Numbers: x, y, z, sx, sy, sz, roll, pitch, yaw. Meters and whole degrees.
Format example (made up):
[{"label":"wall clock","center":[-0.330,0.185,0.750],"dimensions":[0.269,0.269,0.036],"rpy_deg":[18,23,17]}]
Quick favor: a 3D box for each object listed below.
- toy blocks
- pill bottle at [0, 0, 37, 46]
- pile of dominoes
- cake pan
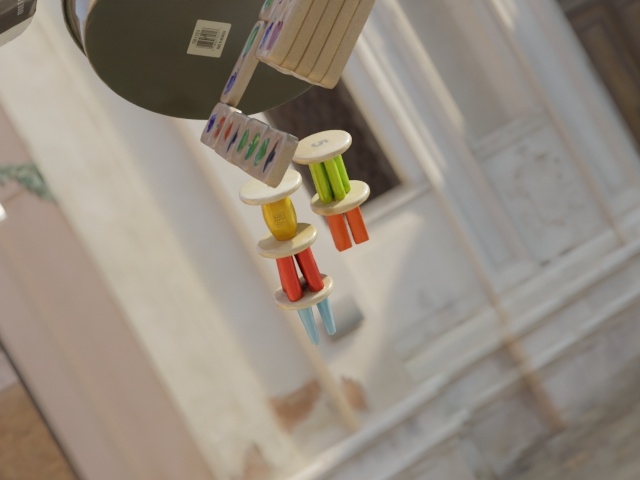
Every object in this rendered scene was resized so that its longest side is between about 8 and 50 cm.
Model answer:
[{"label":"toy blocks","center":[0.000,0.000,1.415],"dimensions":[0.054,0.148,0.123],"rpy_deg":[7,35,41]},{"label":"pill bottle","center":[-0.336,-0.163,1.268],"dimensions":[0.130,0.130,0.245],"rpy_deg":[-29,9,44]},{"label":"pile of dominoes","center":[-0.021,-0.137,0.976],"dimensions":[0.196,0.040,0.251],"rpy_deg":[-65,16,2]},{"label":"cake pan","center":[-0.105,-0.216,1.651],"dimensions":[0.293,0.054,0.293],"rpy_deg":[-4,-35,-3]}]
